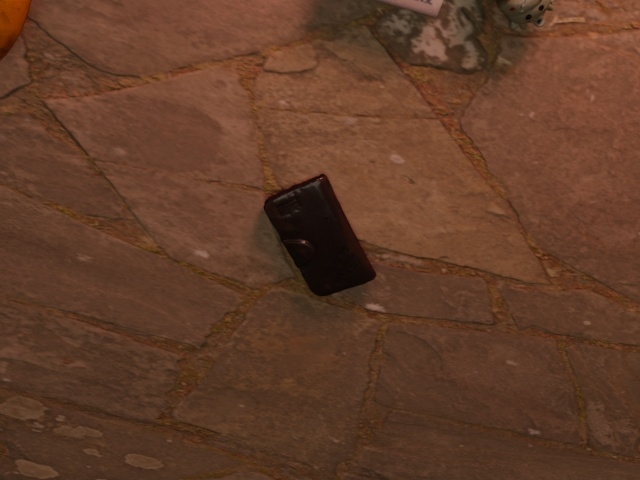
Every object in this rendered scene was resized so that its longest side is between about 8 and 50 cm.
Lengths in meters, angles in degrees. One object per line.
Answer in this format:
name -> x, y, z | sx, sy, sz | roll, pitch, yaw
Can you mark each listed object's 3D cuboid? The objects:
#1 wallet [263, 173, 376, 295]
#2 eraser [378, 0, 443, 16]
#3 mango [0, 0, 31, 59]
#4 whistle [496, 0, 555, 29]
wallet -> 0.000, 0.000, 1.612 | 0.165, 0.042, 0.309 | -22, 122, 10
eraser -> 0.131, -0.497, 1.267 | 0.210, 0.068, 0.124 | 13, 123, -10
mango -> -0.601, -0.458, 1.217 | 0.187, 0.144, 0.359 | 19, 118, -19
whistle -> 0.345, -0.486, 1.265 | 0.101, 0.106, 0.253 | -47, 118, -7
